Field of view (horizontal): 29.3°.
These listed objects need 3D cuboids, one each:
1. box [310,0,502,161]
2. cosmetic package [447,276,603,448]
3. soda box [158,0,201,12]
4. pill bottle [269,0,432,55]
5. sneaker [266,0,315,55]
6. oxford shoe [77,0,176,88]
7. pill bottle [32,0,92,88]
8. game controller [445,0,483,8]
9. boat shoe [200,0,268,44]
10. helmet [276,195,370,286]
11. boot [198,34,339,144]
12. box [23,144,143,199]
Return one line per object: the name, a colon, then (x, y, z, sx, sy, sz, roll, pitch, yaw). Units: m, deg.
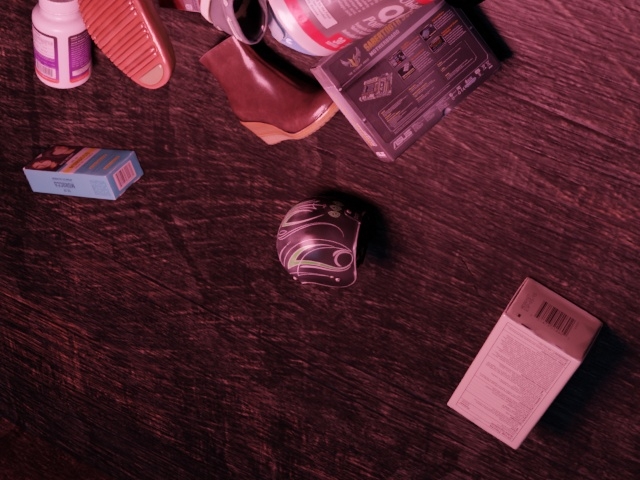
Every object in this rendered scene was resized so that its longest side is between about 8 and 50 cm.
box: (0.129, -0.258, 1.825, 0.183, 0.231, 0.056, 50, 171, -13)
cosmetic package: (0.361, 0.225, 2.191, 0.160, 0.113, 0.309, 33, 142, 9)
soda box: (-0.235, -0.509, 1.989, 0.092, 0.083, 0.263, 14, 134, 28)
pill bottle: (0.093, -0.392, 1.657, 0.319, 0.176, 0.176, -24, 111, 29)
sneaker: (-0.045, -0.416, 1.892, 0.208, 0.127, 0.319, -19, 113, 46)
oxford shoe: (-0.334, -0.445, 2.037, 0.140, 0.146, 0.397, -23, 97, 41)
pill bottle: (-0.482, -0.389, 2.284, 0.108, 0.108, 0.193, 28, 140, 15)
game controller: (0.256, -0.440, 1.673, 0.319, 0.067, 0.166, -21, 112, 47)
boat shoe: (-0.107, -0.401, 1.799, 0.099, 0.116, 0.319, 45, 157, 11)
helmet: (0.000, 0.000, 2.228, 0.162, 0.169, 0.169, 8, 133, 13)
boot: (-0.086, -0.271, 2.091, 0.248, 0.090, 0.207, -17, 118, 50)
box: (-0.492, -0.144, 2.535, 0.244, 0.100, 0.060, 6, 129, 34)
